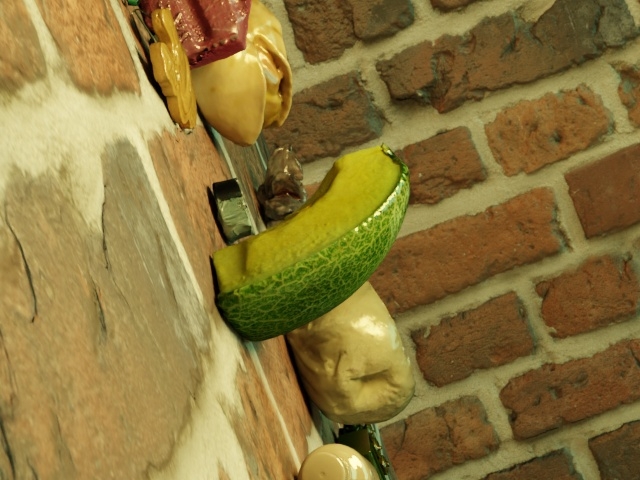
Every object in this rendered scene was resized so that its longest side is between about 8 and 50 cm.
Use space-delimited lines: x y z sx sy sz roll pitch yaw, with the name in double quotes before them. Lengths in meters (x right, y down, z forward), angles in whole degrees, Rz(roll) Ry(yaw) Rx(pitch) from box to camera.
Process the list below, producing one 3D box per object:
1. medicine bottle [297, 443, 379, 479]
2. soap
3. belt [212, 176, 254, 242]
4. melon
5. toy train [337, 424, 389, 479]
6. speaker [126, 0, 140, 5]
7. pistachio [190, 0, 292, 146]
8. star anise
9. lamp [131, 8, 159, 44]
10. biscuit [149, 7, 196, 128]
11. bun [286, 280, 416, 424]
"medicine bottle" 0.024 0.371 1.548 0.252 0.114 0.114 60 10 -69
"soap" -0.239 -0.488 1.841 0.127 0.220 0.324 163 -94 -84
"belt" -0.156 -0.053 1.784 0.140 0.058 0.105 -114 -173 -65
"melon" 0.000 0.000 1.589 0.331 0.344 0.226 52 13 -72
"toy train" 0.102 0.519 2.330 0.137 0.090 0.225 -94 165 -56
"speaker" -0.314 -0.429 1.638 0.075 0.060 0.094 45 60 -84
"pistachio" -0.171 -0.349 2.067 0.238 0.229 0.321 25 -41 43
"star anise" -0.095 -0.070 2.622 0.316 0.139 0.359 -54 139 -78
"lamp" -0.286 -0.348 1.709 0.054 0.041 0.121 57 -1 11
"biscuit" -0.241 -0.273 1.689 0.236 0.040 0.144 71 20 -60
"bun" 0.044 0.232 2.099 0.360 0.211 0.359 158 -90 -82
